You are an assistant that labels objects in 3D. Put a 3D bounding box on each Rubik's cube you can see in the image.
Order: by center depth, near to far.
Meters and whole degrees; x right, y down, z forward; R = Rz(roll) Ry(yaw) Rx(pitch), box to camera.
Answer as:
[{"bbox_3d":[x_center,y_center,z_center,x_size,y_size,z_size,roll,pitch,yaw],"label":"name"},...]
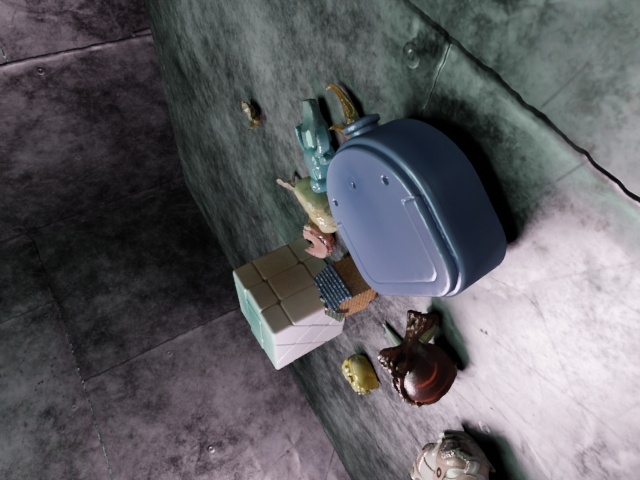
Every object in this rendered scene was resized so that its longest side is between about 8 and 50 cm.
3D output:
[{"bbox_3d":[-0.113,0.237,1.802,0.316,0.319,0.322,52,157,31],"label":"Rubik's cube"}]

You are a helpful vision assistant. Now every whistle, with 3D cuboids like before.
[{"bbox_3d":[-0.003,-0.251,1.306,0.186,0.093,0.274,-145,38,-64],"label":"whistle"}]

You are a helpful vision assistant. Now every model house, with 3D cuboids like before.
[{"bbox_3d":[0.064,0.161,1.490,0.166,0.172,0.183,52,157,29],"label":"model house"}]

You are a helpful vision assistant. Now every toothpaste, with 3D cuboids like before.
[{"bbox_3d":[0.249,0.331,1.421,0.216,0.037,0.062,46,153,51],"label":"toothpaste"}]

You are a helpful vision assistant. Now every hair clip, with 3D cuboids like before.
[{"bbox_3d":[-0.054,-0.154,1.609,0.226,0.072,0.034,45,160,24],"label":"hair clip"}]

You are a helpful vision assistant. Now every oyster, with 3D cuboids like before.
[{"bbox_3d":[-0.250,-0.456,1.736,0.148,0.051,0.103,-113,10,-45],"label":"oyster"}]

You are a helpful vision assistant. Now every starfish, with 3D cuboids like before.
[{"bbox_3d":[0.081,-0.264,1.148,0.138,0.050,0.247,101,147,-59],"label":"starfish"}]

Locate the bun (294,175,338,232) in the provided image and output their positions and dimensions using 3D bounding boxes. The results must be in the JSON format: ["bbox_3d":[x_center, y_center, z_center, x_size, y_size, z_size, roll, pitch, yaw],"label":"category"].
[{"bbox_3d":[0.004,-0.113,1.431,0.188,0.111,0.164,54,175,23],"label":"bun"}]

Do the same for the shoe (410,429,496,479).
[{"bbox_3d":[0.371,0.620,1.296,0.351,0.172,0.198,-164,87,-87],"label":"shoe"}]

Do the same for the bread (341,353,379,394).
[{"bbox_3d":[0.150,0.487,1.770,0.156,0.103,0.110,35,133,45],"label":"bread"}]

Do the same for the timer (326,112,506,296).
[{"bbox_3d":[0.167,-0.076,0.951,0.395,0.173,0.395,50,157,30],"label":"timer"}]

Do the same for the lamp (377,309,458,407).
[{"bbox_3d":[0.266,0.311,1.199,0.151,0.215,0.223,23,158,42],"label":"lamp"}]

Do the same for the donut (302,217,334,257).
[{"bbox_3d":[0.000,0.000,1.590,0.117,0.065,0.166,26,153,17],"label":"donut"}]
